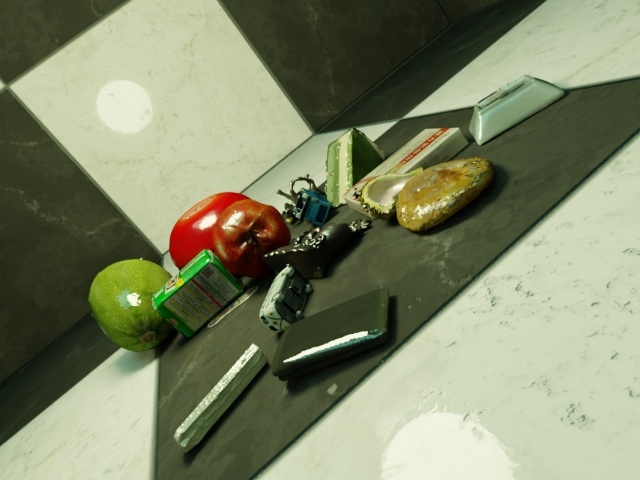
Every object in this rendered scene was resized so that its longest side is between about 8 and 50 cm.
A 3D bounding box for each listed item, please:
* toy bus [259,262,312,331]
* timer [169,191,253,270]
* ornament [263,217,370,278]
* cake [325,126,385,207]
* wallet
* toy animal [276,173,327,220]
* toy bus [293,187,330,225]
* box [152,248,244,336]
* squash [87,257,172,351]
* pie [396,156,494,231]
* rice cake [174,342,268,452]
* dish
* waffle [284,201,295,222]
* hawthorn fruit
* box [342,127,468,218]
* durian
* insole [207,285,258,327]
[{"bbox_3d":[-0.088,0.145,1.194,0.089,0.087,0.193,-37,17,25],"label":"toy bus"},{"bbox_3d":[-0.378,-0.014,1.826,0.378,0.279,0.378,-31,19,12],"label":"timer"},{"bbox_3d":[0.000,0.000,1.380,0.251,0.106,0.260,-11,27,51],"label":"ornament"},{"bbox_3d":[0.128,-0.227,1.761,0.158,0.172,0.283,-27,52,48],"label":"cake"},{"bbox_3d":[0.026,0.180,0.949,0.245,0.052,0.168,-25,21,21],"label":"wallet"},{"bbox_3d":[-0.063,-0.164,1.843,0.233,0.148,0.084,-32,3,-25],"label":"toy animal"},{"bbox_3d":[-0.031,-0.118,1.692,0.184,0.107,0.089,-116,44,-72],"label":"toy bus"},{"bbox_3d":[-0.383,0.168,1.544,0.250,0.180,0.103,-41,29,-6],"label":"box"},{"bbox_3d":[-0.630,0.233,1.662,0.310,0.310,0.309,-41,20,-11],"label":"squash"},{"bbox_3d":[0.291,-0.120,1.154,0.274,0.069,0.273,-31,23,15],"label":"pie"},{"bbox_3d":[-0.201,0.322,1.019,0.256,0.052,0.057,-47,-9,-28],"label":"rice cake"},{"bbox_3d":[0.515,-0.377,1.345,0.243,0.080,0.181,-32,19,20],"label":"dish"},{"bbox_3d":[-0.102,-0.124,1.947,0.161,0.046,0.192,-43,18,-20],"label":"waffle"},{"bbox_3d":[-0.207,-0.013,1.496,0.254,0.254,0.300,-42,-1,-13],"label":"hawthorn fruit"},{"bbox_3d":[0.245,-0.208,1.469,0.353,0.069,0.214,-40,18,-3],"label":"box"},{"bbox_3d":[0.199,-0.125,1.311,0.224,0.078,0.140,-33,42,-21],"label":"durian"},{"bbox_3d":[-0.272,0.204,1.520,0.197,0.004,0.065,-39,18,-6],"label":"insole"}]
